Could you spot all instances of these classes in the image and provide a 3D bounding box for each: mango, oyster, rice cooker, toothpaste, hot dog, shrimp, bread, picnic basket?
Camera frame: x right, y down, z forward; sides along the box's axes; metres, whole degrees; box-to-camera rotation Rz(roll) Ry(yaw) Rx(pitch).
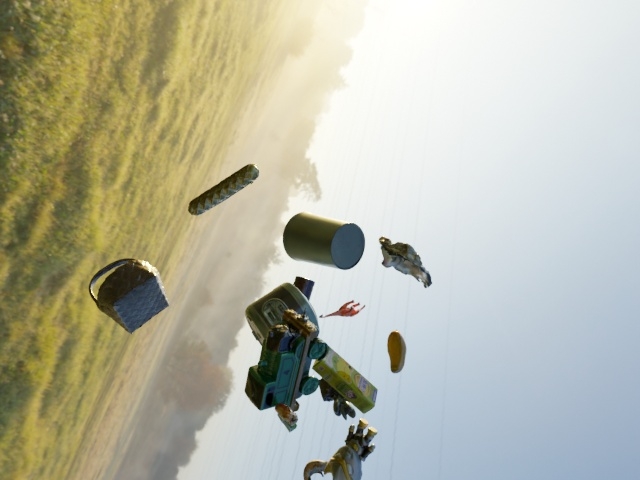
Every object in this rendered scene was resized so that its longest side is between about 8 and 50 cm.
[{"bbox_3d":[0.339,0.493,1.930,0.098,0.075,0.190,-25,-122,55],"label":"mango"},{"bbox_3d":[0.317,0.080,1.644,0.092,0.259,0.198,-54,162,-15],"label":"oyster"},{"bbox_3d":[-0.160,0.347,1.902,0.277,0.288,0.288,-30,177,-20],"label":"rice cooker"},{"bbox_3d":[0.110,0.611,1.915,0.077,0.327,0.110,-45,-174,27],"label":"toothpaste"},{"bbox_3d":[-0.106,0.540,1.361,0.038,0.062,0.144,-50,-170,-18],"label":"hot dog"},{"bbox_3d":[0.022,1.174,2.160,0.046,0.219,0.152,147,-52,-79],"label":"shrimp"},{"bbox_3d":[-0.406,-0.208,1.804,0.367,0.077,0.084,-30,-131,18],"label":"bread"},{"bbox_3d":[-0.891,0.206,1.982,0.293,0.337,0.337,-40,175,-30],"label":"picnic basket"}]

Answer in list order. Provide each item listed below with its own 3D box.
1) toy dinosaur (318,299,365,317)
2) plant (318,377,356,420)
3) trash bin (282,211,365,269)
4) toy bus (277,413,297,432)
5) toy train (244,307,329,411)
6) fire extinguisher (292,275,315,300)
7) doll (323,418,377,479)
[{"bbox_3d":[0.105,0.291,1.795,0.101,0.279,0.055,-43,-124,29],"label":"toy dinosaur"},{"bbox_3d":[0.095,0.797,2.234,0.149,0.146,0.274,-70,-155,17],"label":"plant"},{"bbox_3d":[0.000,0.000,2.309,0.432,0.280,0.280,12,-103,48],"label":"trash bin"},{"bbox_3d":[-0.117,0.628,1.523,0.037,0.083,0.031,-23,144,-36],"label":"toy bus"},{"bbox_3d":[-0.134,0.447,1.588,0.178,0.249,0.429,30,-66,45],"label":"toy train"},{"bbox_3d":[-0.131,0.366,2.325,0.135,0.114,0.337,119,-11,-79],"label":"fire extinguisher"},{"bbox_3d":[0.119,0.838,1.659,0.316,0.145,0.103,-63,164,8],"label":"doll"}]
